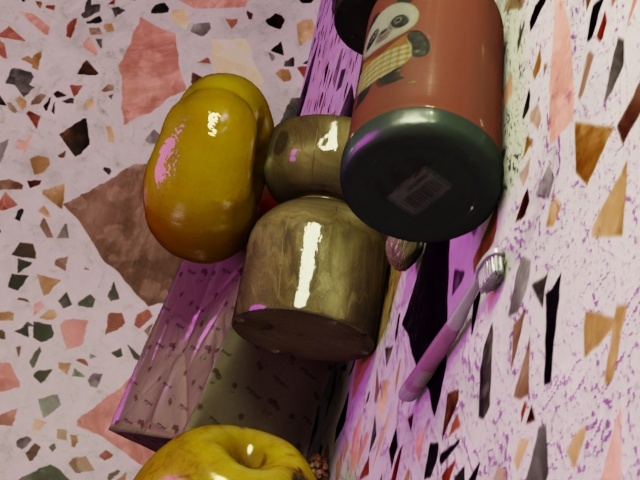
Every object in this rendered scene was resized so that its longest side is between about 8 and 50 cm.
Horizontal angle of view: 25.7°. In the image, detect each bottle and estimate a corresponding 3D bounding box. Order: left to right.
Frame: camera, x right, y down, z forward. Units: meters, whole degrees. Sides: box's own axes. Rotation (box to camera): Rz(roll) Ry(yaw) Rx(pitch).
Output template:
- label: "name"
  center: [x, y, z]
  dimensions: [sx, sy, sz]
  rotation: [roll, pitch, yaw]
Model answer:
- label: "bottle"
  center: [0.104, -0.158, 1.330]
  dimensions: [0.336, 0.144, 0.144]
  rotation: [-81, 7, -46]

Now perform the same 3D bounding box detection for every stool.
- label: "stool"
  center: [0.000, 0.000, 1.740]
  dimensions: [0.179, 0.179, 0.264]
  rotation: [117, 165, -66]

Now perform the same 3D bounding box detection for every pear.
- label: "pear"
  center: [-0.113, 0.351, 1.650]
  dimensions: [0.281, 0.281, 0.280]
  rotation: [-167, 90, -84]

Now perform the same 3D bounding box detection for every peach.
- label: "peach"
  center: [-0.139, -0.096, 1.802]
  dimensions: [0.251, 0.153, 0.251]
  rotation: [-163, 90, -86]

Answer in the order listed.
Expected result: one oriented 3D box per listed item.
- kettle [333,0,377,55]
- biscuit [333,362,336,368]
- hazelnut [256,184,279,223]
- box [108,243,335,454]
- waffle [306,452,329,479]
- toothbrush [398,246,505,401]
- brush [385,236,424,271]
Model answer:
- label: "kettle"
  center: [0.097, -0.366, 1.714]
  dimensions: [0.202, 0.144, 0.232]
  rotation: [109, 167, -55]
- label: "biscuit"
  center: [-0.082, 0.292, 2.049]
  dimensions: [0.325, 0.044, 0.217]
  rotation: [-58, 3, -5]
- label: "hazelnut"
  center: [-0.042, -0.024, 2.055]
  dimensions: [0.208, 0.208, 0.208]
  rotation: [-167, 90, -84]
- label: "box"
  center: [-0.115, 0.168, 1.904]
  dimensions: [0.225, 0.190, 0.297]
  rotation: [-5, 60, 56]
- label: "waffle"
  center: [-0.008, 0.316, 1.837]
  dimensions: [0.083, 0.029, 0.075]
  rotation: [-113, 36, -76]
- label: "toothbrush"
  center: [0.114, 0.086, 1.262]
  dimensions: [0.286, 0.020, 0.025]
  rotation: [113, 162, -57]
- label: "brush"
  center: [0.124, -0.110, 1.561]
  dimensions: [0.042, 0.039, 0.299]
  rotation: [156, 130, -78]
